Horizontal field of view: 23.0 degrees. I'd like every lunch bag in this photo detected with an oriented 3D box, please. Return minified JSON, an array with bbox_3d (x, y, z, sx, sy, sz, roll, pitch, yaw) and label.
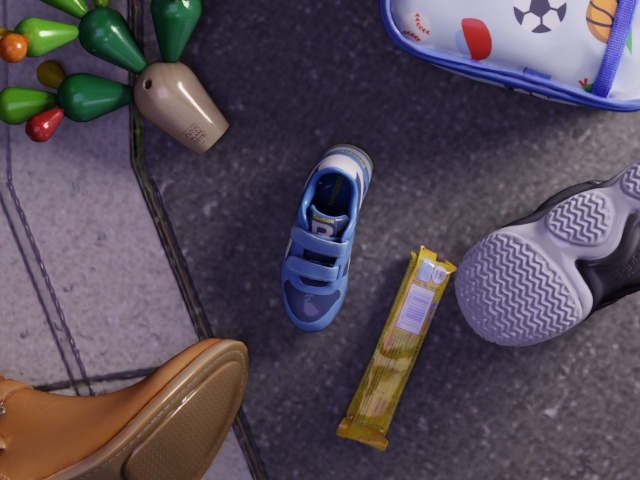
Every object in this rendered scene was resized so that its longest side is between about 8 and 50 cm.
[{"bbox_3d":[0.180,-0.250,1.090,0.243,0.115,0.303,16,100,4],"label":"lunch bag"}]

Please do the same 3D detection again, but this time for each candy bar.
[{"bbox_3d":[0.058,0.083,1.193,0.040,0.018,0.161,22,99,2],"label":"candy bar"}]

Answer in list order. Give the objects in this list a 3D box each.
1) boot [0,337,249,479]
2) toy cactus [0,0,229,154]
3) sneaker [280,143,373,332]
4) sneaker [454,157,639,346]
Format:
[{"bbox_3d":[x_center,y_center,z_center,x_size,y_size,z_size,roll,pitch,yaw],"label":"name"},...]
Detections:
[{"bbox_3d":[-0.210,0.142,1.201,0.220,0.109,0.283,30,71,34],"label":"boot"},{"bbox_3d":[-0.140,-0.138,1.158,0.219,0.112,0.180,-44,102,8],"label":"toy cactus"},{"bbox_3d":[0.000,0.000,1.171,0.053,0.059,0.144,12,99,4],"label":"sneaker"},{"bbox_3d":[0.229,-0.014,1.084,0.268,0.153,0.101,-22,93,22],"label":"sneaker"}]
